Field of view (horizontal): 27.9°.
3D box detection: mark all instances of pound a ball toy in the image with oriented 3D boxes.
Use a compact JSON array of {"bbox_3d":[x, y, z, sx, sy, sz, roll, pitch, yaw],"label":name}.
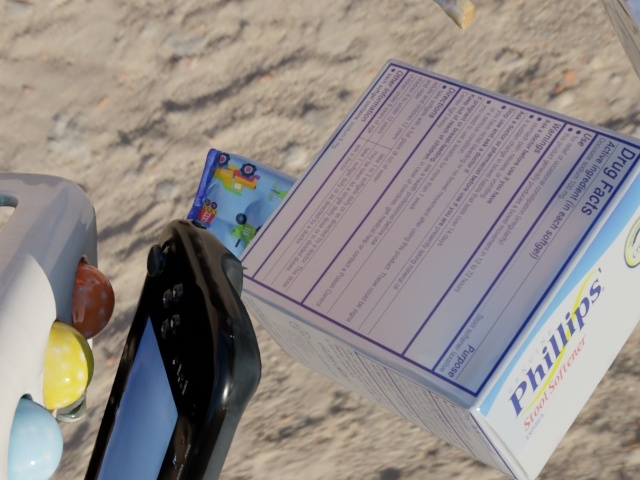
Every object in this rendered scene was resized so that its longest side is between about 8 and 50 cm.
[{"bbox_3d":[-0.204,0.097,0.816,0.135,0.319,0.208,4,117,2],"label":"pound a ball toy"}]

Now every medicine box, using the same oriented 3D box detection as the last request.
[{"bbox_3d":[0.115,0.017,1.108,0.289,0.149,0.263,25,71,37],"label":"medicine box"}]

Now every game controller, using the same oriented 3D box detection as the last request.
[{"bbox_3d":[-0.112,0.148,0.837,0.067,0.319,0.166,11,29,-16],"label":"game controller"}]

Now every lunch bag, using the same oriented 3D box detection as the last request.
[{"bbox_3d":[0.000,0.000,1.444,0.221,0.293,0.138,26,100,15],"label":"lunch bag"}]

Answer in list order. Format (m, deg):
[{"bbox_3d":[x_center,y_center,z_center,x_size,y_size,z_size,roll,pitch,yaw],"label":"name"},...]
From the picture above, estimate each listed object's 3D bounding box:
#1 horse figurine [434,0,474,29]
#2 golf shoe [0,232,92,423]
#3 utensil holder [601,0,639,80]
[{"bbox_3d":[0.036,-0.191,0.512,0.174,0.263,0.066,43,55,0],"label":"horse figurine"},{"bbox_3d":[-0.274,0.034,1.122,0.105,0.120,0.273,-15,54,-44],"label":"golf shoe"},{"bbox_3d":[0.572,-0.297,1.569,0.385,0.327,0.328,-29,84,10],"label":"utensil holder"}]
